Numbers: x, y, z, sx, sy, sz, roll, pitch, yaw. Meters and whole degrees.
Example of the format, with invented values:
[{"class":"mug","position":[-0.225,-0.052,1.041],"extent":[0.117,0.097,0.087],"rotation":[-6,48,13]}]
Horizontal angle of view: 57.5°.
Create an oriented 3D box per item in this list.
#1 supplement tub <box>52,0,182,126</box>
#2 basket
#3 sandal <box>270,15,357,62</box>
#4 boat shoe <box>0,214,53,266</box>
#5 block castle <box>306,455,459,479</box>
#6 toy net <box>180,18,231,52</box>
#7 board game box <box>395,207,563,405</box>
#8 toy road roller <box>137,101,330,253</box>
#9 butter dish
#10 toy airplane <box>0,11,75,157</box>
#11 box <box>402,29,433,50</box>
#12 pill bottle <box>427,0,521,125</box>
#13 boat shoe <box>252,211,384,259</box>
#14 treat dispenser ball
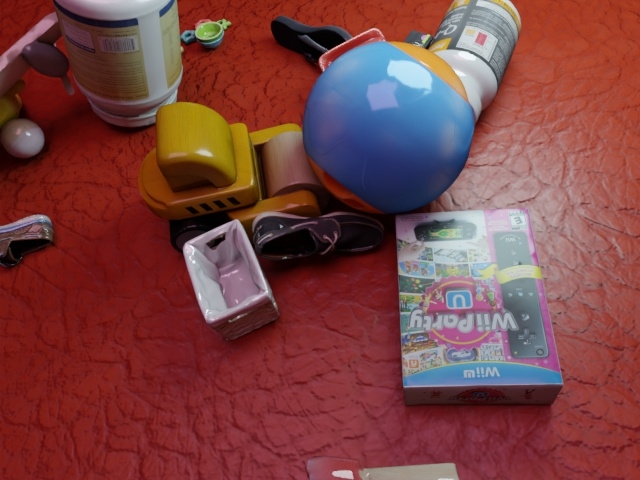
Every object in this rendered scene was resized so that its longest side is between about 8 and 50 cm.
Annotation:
[{"class":"supplement tub","position":[-0.404,-0.412,1.194],"extent":[0.228,0.316,0.228],"rotation":[4,56,-6]},{"class":"basket","position":[-0.149,0.070,0.992],"extent":[0.113,0.103,0.167],"rotation":[-25,58,-1]},{"class":"sandal","position":[-0.019,-0.436,1.310],"extent":[0.254,0.097,0.054],"rotation":[26,63,34]},{"class":"boat shoe","position":[-0.610,0.012,1.127],"extent":[0.183,0.066,0.066],"rotation":[-27,59,-8]},{"class":"block castle","position":[0.061,0.477,0.590],"extent":[0.213,0.303,0.453],"rotation":[-7,56,6]},{"class":"toy net","position":[-0.342,-0.512,1.430],"extent":[0.232,0.045,0.122],"rotation":[0,58,9]},{"class":"board game box","position":[0.237,0.100,0.925],"extent":[0.224,0.097,0.303],"rotation":[-3,58,8]},{"class":"toy road roller","position":[-0.161,-0.130,1.044],"extent":[0.329,0.240,0.202],"rotation":[-12,57,1]},{"class":"butter dish","position":[0.104,-0.343,1.181],"extent":[0.160,0.118,0.160],"rotation":[-31,100,-11]},{"class":"toy airplane","position":[-0.691,-0.277,1.197],"extent":[0.386,0.272,0.384],"rotation":[-22,34,37]},{"class":"box","position":[0.205,-0.394,1.248],"extent":[0.052,0.083,0.062],"rotation":[24,64,22]},{"class":"pill bottle","position":[0.287,-0.351,1.163],"extent":[0.162,0.162,0.278],"rotation":[18,62,19]},{"class":"boat shoe","position":[0.000,0.000,1.008],"extent":[0.233,0.084,0.079],"rotation":[0,31,-10]},{"class":"treat dispenser ball","position":[0.112,-0.187,0.990],"extent":[0.288,0.288,0.288],"rotation":[-4,57,6]}]
